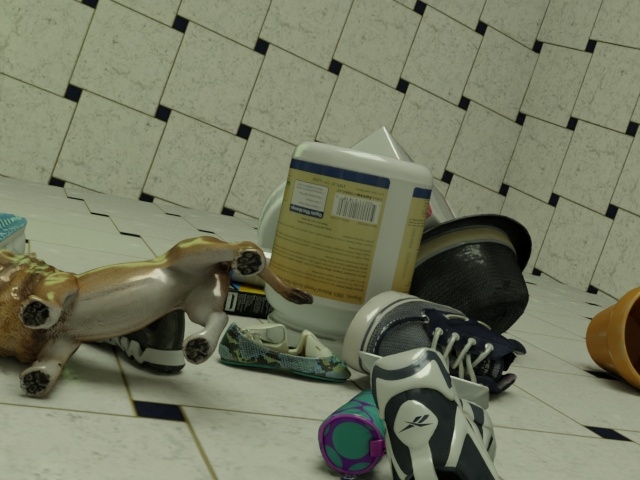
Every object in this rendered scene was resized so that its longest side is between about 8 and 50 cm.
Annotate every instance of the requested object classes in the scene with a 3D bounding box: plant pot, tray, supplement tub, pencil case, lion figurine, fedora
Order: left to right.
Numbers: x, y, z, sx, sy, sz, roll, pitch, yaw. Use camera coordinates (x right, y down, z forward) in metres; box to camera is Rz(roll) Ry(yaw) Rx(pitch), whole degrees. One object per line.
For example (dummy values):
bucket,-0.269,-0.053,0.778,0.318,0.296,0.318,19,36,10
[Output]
lion figurine,-0.218,0.060,0.979,0.392,0.142,0.240,-5,13,-10
supplement tub,-0.116,0.045,1.548,0.107,0.071,0.071,13,5,-5
supplement tub,0.038,0.016,1.373,0.228,0.316,0.228,12,5,-1
pencil case,0.047,0.193,0.890,0.070,0.065,0.151,17,6,14
tray,0.129,0.182,1.046,0.145,0.030,0.270,13,-12,14
fedora,0.270,0.101,1.647,0.334,0.334,0.153,9,40,-33
plant pot,0.613,0.188,1.662,0.205,0.205,0.188,11,-10,-12

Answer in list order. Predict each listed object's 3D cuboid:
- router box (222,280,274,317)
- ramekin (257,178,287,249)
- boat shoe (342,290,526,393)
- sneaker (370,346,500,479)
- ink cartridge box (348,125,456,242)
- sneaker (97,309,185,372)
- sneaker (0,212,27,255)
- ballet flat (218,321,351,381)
router box,-0.140,0.097,1.583,0.133,0.046,0.179,10,6,-26
ramekin,0.000,0.000,1.783,0.277,0.277,0.135,12,13,0
boat shoe,0.180,0.156,1.264,0.158,0.127,0.340,21,10,33
sneaker,0.117,0.214,0.788,0.094,0.153,0.235,-14,-39,9
ink cartridge box,0.173,-0.057,1.708,0.283,0.117,0.207,41,22,-47
sneaker,-0.256,0.085,1.114,0.234,0.106,0.078,16,5,33
sneaker,-0.487,0.040,1.211,0.087,0.092,0.229,16,25,15
ballet flat,-0.042,0.148,1.178,0.188,0.070,0.070,11,5,-16
